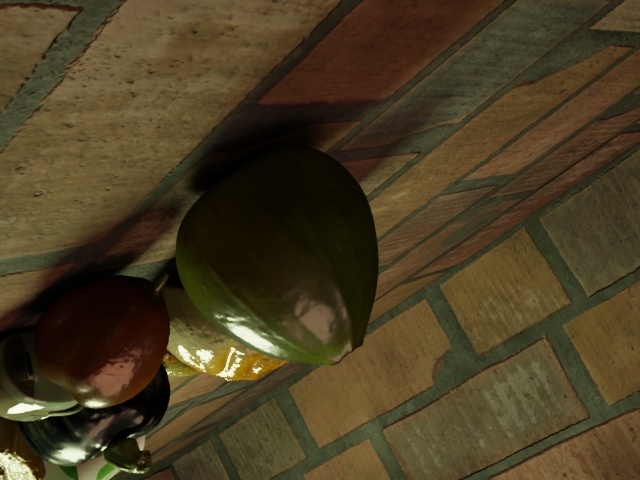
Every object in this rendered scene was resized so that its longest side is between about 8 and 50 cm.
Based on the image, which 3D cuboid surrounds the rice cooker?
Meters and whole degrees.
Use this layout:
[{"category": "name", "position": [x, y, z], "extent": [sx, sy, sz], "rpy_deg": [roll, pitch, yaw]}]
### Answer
[{"category": "rice cooker", "position": [-0.476, 0.228, 1.627], "extent": [0.127, 0.145, 0.206], "rpy_deg": [-25, 159, 17]}]

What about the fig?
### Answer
[{"category": "fig", "position": [-0.043, 0.034, 1.407], "extent": [0.316, 0.316, 0.316], "rpy_deg": [-27, 167, -7]}]

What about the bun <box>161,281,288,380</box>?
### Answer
[{"category": "bun", "position": [-0.158, 0.168, 1.744], "extent": [0.299, 0.164, 0.299], "rpy_deg": [5, -179, 0]}]

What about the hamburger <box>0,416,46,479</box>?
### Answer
[{"category": "hamburger", "position": [-0.645, 0.428, 1.949], "extent": [0.155, 0.245, 0.282], "rpy_deg": [-11, -166, -9]}]

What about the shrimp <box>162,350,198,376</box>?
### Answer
[{"category": "shrimp", "position": [-0.355, 0.265, 2.213], "extent": [0.152, 0.063, 0.287], "rpy_deg": [-4, 160, 14]}]

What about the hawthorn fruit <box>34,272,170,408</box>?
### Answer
[{"category": "hawthorn fruit", "position": [-0.323, 0.135, 1.527], "extent": [0.251, 0.199, 0.199], "rpy_deg": [-47, 163, 11]}]

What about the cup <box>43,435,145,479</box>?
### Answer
[{"category": "cup", "position": [-0.557, 0.468, 2.217], "extent": [0.253, 0.253, 0.274], "rpy_deg": [-36, 173, 30]}]

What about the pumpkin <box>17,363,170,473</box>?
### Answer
[{"category": "pumpkin", "position": [-0.417, 0.330, 1.853], "extent": [0.296, 0.295, 0.296], "rpy_deg": [-27, 167, -7]}]
